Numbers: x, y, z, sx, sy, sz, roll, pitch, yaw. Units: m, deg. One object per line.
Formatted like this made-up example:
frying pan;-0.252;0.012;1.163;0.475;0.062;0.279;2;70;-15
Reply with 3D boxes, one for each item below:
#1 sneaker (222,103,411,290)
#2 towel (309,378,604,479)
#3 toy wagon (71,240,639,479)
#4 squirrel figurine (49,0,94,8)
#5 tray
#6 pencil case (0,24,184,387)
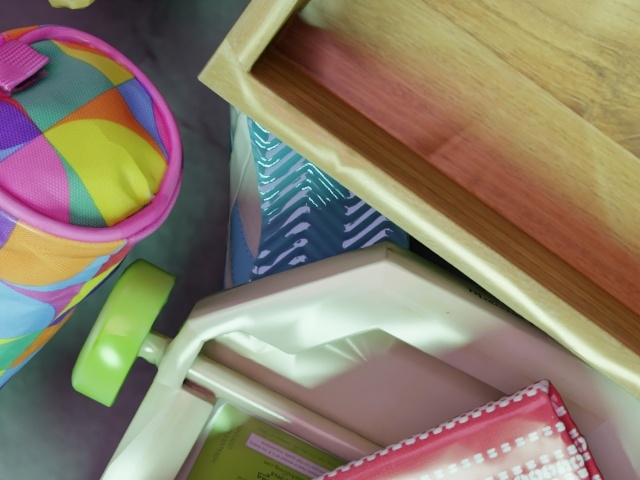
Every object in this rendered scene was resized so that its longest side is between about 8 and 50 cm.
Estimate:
sneaker;0.000;0.000;0.714;0.087;0.092;0.228;6;104;-1
towel;0.055;0.206;0.623;0.199;0.031;0.274;-25;98;11
toy wagon;-0.011;0.174;0.671;0.267;0.068;0.344;28;103;-2
squirrel figurine;-0.203;-0.202;0.713;0.370;0.281;0.397;40;104;1
tray;0.184;-0.023;0.606;0.411;0.076;0.203;36;106;-4
pencil case;-0.147;0.009;0.668;0.236;0.104;0.104;-39;75;45
